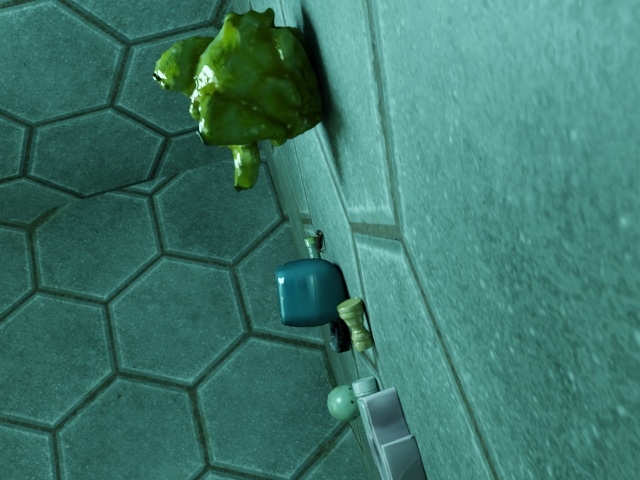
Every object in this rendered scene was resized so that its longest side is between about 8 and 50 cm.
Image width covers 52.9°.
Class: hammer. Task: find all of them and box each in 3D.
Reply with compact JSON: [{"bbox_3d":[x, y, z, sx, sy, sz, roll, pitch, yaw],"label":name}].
[{"bbox_3d":[-0.011,0.097,2.363,0.159,0.041,0.227,180,74,-84],"label":"hammer"}]

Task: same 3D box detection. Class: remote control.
[{"bbox_3d":[0.051,0.277,2.123,0.090,0.066,0.266,-117,11,-45],"label":"remote control"}]

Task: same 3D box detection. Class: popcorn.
[{"bbox_3d":[-0.136,-0.281,1.268,0.321,0.289,0.326,59,-157,-17],"label":"popcorn"}]

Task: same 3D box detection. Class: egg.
[{"bbox_3d":[0.089,0.580,2.298,0.164,0.131,0.131,72,180,-75],"label":"egg"}]

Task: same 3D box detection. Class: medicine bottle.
[{"bbox_3d":[0.142,0.467,1.747,0.119,0.069,0.183,88,164,-83],"label":"medicine bottle"}]

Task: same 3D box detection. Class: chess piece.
[{"bbox_3d":[0.090,0.206,1.575,0.066,0.066,0.122,-132,21,-78],"label":"chess piece"}]

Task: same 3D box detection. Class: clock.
[{"bbox_3d":[0.163,0.470,1.487,0.275,0.080,0.291,-124,20,-73],"label":"clock"}]

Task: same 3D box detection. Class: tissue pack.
[{"bbox_3d":[-0.027,0.151,1.907,0.287,0.205,0.198,156,106,-83],"label":"tissue pack"}]

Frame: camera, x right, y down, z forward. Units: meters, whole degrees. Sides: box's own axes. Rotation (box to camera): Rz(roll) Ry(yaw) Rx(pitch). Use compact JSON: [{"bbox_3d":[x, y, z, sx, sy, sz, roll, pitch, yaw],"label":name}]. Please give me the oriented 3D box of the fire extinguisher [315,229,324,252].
[{"bbox_3d":[-0.006,0.000,2.081,0.046,0.032,0.100,58,161,32],"label":"fire extinguisher"}]
